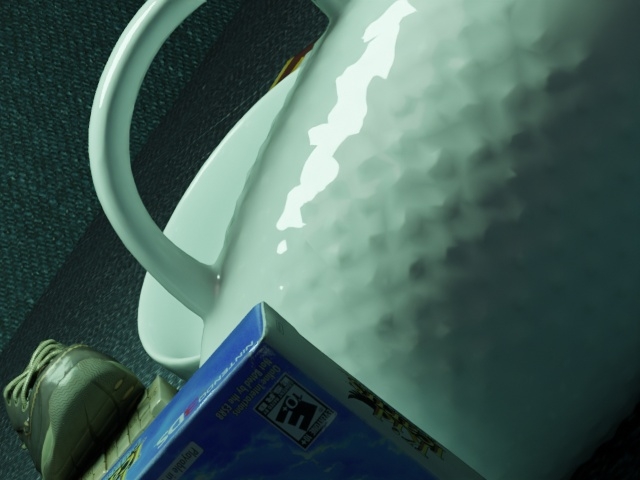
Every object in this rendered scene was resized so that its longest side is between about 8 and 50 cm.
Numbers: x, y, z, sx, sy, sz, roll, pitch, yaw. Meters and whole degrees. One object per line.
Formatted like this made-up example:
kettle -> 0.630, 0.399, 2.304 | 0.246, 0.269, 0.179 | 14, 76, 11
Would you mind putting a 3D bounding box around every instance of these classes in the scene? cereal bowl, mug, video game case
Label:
cereal bowl -> 0.000, 0.000, 1.604 | 0.339, 0.141, 0.339 | -39, 30, 27
mug -> 0.045, -0.021, 1.079 | 0.328, 0.374, 0.276 | -58, 9, -2
video game case -> -0.024, 0.209, 0.951 | 0.269, 0.244, 0.061 | -49, 14, 11

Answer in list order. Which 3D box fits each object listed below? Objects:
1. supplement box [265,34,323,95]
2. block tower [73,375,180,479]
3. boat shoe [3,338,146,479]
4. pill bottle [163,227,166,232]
supplement box -> 0.013, -0.120, 1.980 | 0.194, 0.129, 0.191 | -30, 24, 57
block tower -> -0.220, 0.291, 1.728 | 0.335, 0.097, 0.091 | -52, 13, 3
boat shoe -> -0.259, 0.174, 1.839 | 0.132, 0.130, 0.355 | -46, -12, -19
pill bottle -> -0.045, -0.003, 1.831 | 0.219, 0.123, 0.123 | -24, 27, 34
